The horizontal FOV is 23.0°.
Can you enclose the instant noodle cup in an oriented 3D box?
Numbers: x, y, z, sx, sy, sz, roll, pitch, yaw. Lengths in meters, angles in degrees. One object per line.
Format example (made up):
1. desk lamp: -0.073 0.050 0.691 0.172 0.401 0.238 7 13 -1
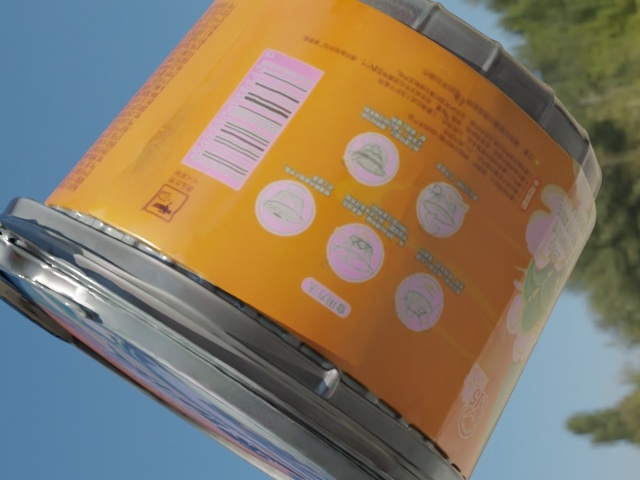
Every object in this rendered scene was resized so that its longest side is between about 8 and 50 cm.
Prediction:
1. instant noodle cup: 0.000 0.000 0.455 0.125 0.177 0.208 -57 -42 -12
